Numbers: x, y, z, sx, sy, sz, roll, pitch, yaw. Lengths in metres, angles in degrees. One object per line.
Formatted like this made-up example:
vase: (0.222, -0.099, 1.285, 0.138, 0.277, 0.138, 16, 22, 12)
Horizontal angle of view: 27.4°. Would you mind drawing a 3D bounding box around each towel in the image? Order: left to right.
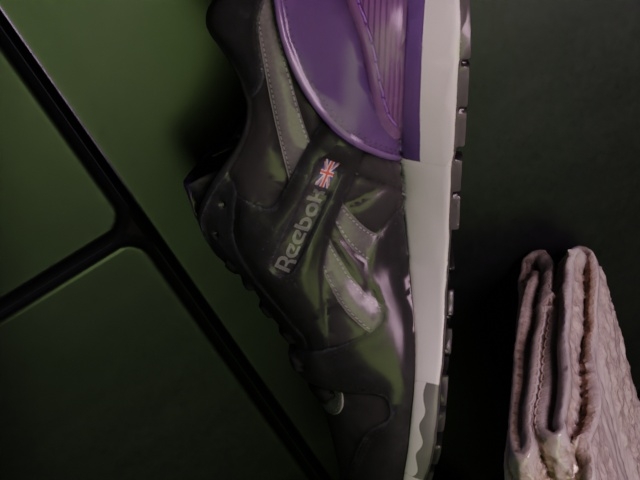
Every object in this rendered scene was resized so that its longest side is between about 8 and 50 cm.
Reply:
towel: (0.152, 0.156, 0.666, 0.049, 0.187, 0.282, -11, 120, 20)

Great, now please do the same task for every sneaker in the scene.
sneaker: (0.000, 0.000, 0.619, 0.124, 0.107, 0.283, 2, 110, 2)
